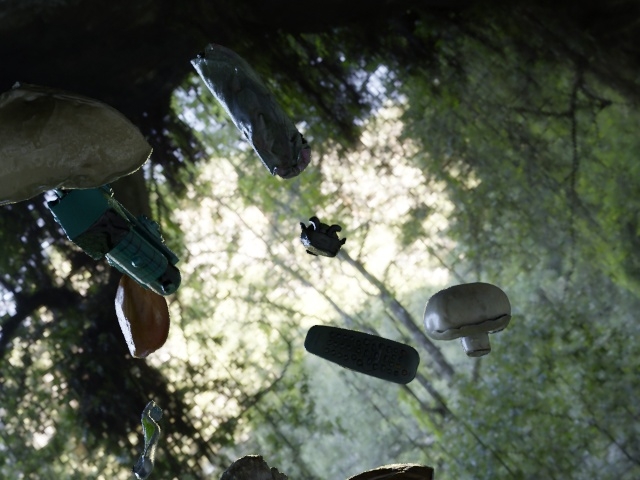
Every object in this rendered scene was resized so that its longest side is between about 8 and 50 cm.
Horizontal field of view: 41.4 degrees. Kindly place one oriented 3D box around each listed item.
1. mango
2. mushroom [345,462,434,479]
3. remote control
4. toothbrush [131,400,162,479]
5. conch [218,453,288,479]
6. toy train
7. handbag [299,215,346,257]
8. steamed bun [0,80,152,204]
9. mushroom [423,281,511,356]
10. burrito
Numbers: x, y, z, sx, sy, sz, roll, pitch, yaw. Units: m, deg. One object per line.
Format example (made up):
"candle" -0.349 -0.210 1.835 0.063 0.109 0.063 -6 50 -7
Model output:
"mango" -0.404 0.159 1.923 0.102 0.141 0.217 -19 -64 -30
"mushroom" 0.073 0.406 1.225 0.285 0.151 0.156 -45 -34 -61
"remote control" 0.072 0.200 1.516 0.042 0.222 0.072 39 -113 -60
"toothbrush" -0.194 0.218 0.952 0.022 0.026 0.263 -53 7 -3
"conch" -0.148 0.462 1.487 0.207 0.130 0.155 -17 9 -18
"toy train" -0.366 -0.004 1.545 0.120 0.194 0.298 -43 -42 -2
"handbag" 0.000 0.000 1.230 0.111 0.072 0.047 89 -158 -81
"steamed bun" -0.342 -0.125 1.004 0.212 0.231 0.110 -48 -36 -50
"mushroom" 0.245 0.133 1.403 0.154 0.122 0.154 -12 -11 -2
"burrito" -0.122 -0.242 1.528 0.096 0.309 0.066 -43 -13 19
